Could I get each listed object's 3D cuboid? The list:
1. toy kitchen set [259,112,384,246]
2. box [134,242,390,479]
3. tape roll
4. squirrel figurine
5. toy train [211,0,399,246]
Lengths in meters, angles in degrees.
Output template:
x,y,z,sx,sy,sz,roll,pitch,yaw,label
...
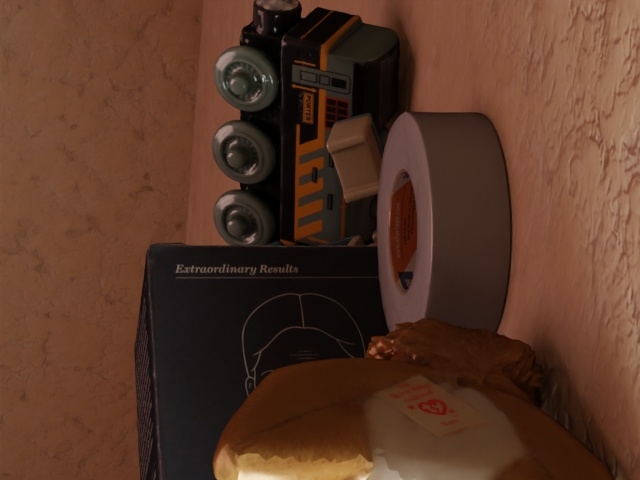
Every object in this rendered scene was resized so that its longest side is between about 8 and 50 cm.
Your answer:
x,y,z,sx,sy,sz,roll,pitch,yaw,label
-0.017,-0.031,1.824,0.122,0.207,0.166,-64,-44,-69,toy kitchen set
-0.022,0.218,1.658,0.212,0.294,0.395,108,160,-57,box
0.108,-0.008,1.562,0.219,0.072,0.219,180,90,-79,tape roll
0.054,0.270,1.331,0.397,0.281,0.370,-70,-7,-65,squirrel figurine
-0.013,-0.106,1.901,0.142,0.190,0.334,-45,-36,-53,toy train
